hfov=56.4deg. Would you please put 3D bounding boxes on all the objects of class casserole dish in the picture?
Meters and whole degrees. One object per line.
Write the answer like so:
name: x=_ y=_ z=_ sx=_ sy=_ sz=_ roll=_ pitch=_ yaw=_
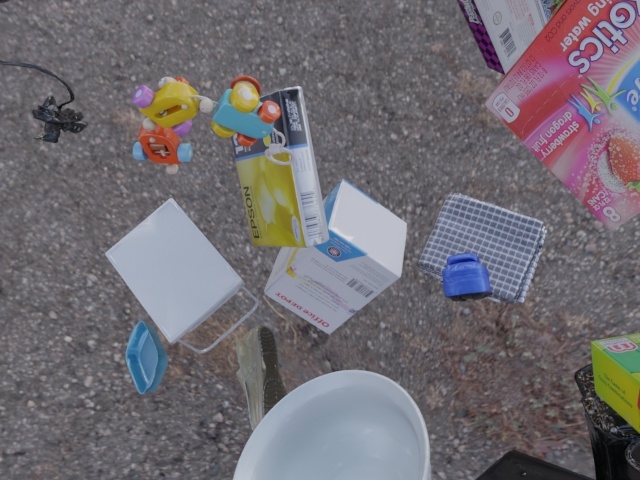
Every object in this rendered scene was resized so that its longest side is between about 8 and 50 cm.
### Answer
casserole dish: x=-0.387 y=0.261 z=1.335 sx=0.188 sy=0.037 sz=0.114 roll=41 pitch=109 yaw=49

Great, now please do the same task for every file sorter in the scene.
file sorter: x=-0.303 y=0.087 z=1.347 sx=0.193 sy=0.173 sz=0.277 roll=-41 pitch=65 yaw=-7

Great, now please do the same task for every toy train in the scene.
toy train: x=-0.108 y=-0.113 z=0.569 sx=0.166 sy=0.125 sz=0.046 roll=1 pitch=65 yaw=10

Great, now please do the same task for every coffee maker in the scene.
coffee maker: x=0.373 y=0.257 z=0.708 sx=0.120 sy=0.178 sz=0.171 roll=-5 pitch=31 yaw=33

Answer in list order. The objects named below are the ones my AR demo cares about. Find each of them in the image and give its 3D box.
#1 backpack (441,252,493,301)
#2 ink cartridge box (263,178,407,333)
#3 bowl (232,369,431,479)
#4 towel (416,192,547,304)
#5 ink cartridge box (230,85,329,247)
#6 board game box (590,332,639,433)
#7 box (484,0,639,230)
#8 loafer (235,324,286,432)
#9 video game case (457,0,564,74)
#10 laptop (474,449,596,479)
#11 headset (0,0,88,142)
backpack: x=0.293 y=0.077 z=1.224 sx=0.098 sy=0.120 sz=0.101 roll=-15 pitch=84 yaw=19
ink cartridge box: x=0.036 y=0.043 z=1.399 sx=0.198 sy=0.270 sz=0.197 roll=34 pitch=39 yaw=-15
bowl: x=0.034 y=0.338 z=0.822 sx=0.298 sy=0.134 sz=0.298 roll=-23 pitch=37 yaw=19
towel: x=0.424 y=0.019 z=1.560 sx=0.284 sy=0.121 sz=0.235 roll=20 pitch=78 yaw=23
ink cartridge box: x=-0.116 y=-0.138 z=1.249 sx=0.072 sy=0.307 sz=0.303 roll=-17 pitch=99 yaw=-36
board game box: x=0.246 y=0.103 z=0.349 sx=0.092 sy=0.181 sz=0.043 roll=-10 pitch=101 yaw=1
box: x=0.270 y=-0.156 z=0.390 sx=0.142 sy=0.300 sz=0.154 roll=-35 pitch=78 yaw=-28
loafer: x=-0.149 y=0.343 z=1.443 sx=0.092 sy=0.102 sz=0.268 roll=-20 pitch=64 yaw=29
video game case: x=0.242 y=-0.349 z=0.700 sx=0.210 sy=0.232 sz=0.042 roll=-49 pitch=48 yaw=1
laptop: x=0.439 y=0.674 z=1.201 sx=0.382 sy=0.236 sz=0.407 roll=4 pitch=76 yaw=53
headset: x=-0.400 y=-0.298 z=0.672 sx=0.243 sy=0.185 sz=0.394 roll=-31 pitch=98 yaw=0
